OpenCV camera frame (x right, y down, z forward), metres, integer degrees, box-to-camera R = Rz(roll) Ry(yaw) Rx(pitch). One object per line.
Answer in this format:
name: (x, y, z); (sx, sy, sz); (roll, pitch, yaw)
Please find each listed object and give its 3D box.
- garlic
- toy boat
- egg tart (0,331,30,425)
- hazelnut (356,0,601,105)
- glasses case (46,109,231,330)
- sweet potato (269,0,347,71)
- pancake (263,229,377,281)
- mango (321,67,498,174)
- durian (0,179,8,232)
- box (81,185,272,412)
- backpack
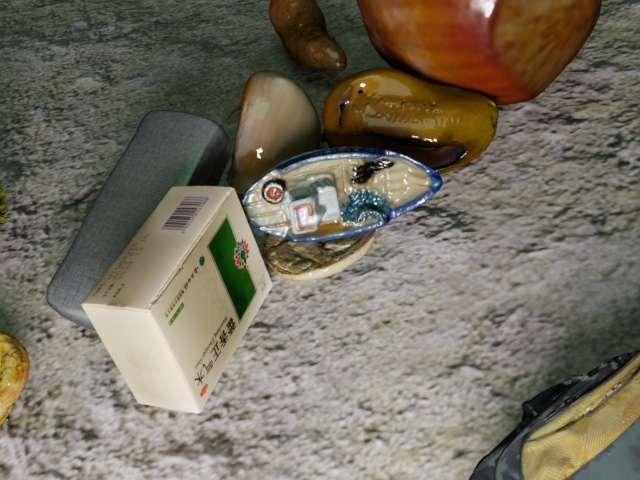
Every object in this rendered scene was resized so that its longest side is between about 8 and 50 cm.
garlic: (-0.083, -0.175, 1.312); (0.164, 0.145, 0.245); (-36, 32, 20)
toy boat: (0.024, -0.055, 1.084); (0.262, 0.114, 0.115); (-13, 21, -13)
egg tart: (-0.424, 0.183, 1.003); (0.191, 0.074, 0.191); (-7, 39, 6)
hazelnut: (0.232, -0.363, 1.282); (0.365, 0.366, 0.366); (-7, 40, 6)
glasses case: (-0.233, -0.030, 1.138); (0.131, 0.074, 0.323); (14, 64, 17)
sweet potato: (-0.021, -0.358, 1.521); (0.097, 0.097, 0.292); (-20, 46, -8)
pancake: (0.000, 0.000, 1.146); (0.158, 0.028, 0.158); (-9, 37, 7)
mango: (0.125, -0.167, 1.217); (0.248, 0.156, 0.151); (1, 5, 14)
durian: (-0.570, -0.049, 1.215); (0.291, 0.224, 0.291); (-40, 25, 23)
box: (-0.155, 0.065, 0.998); (0.095, 0.168, 0.212); (4, 43, 24)
backpack: (0.234, 0.228, 0.748); (0.258, 0.133, 0.206); (-31, 51, -12)
